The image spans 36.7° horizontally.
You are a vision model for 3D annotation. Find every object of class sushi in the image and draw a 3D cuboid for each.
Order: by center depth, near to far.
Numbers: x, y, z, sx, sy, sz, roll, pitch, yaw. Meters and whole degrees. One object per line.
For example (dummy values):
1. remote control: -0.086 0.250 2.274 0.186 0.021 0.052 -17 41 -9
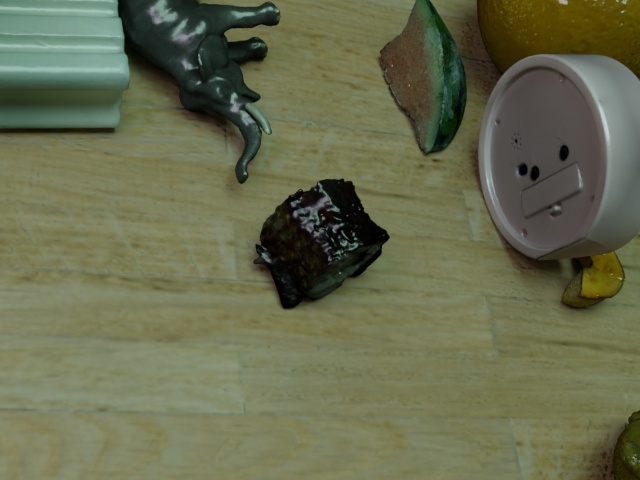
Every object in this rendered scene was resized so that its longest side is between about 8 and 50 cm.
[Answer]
1. sushi: 0.001 -0.001 0.869 0.094 0.098 0.084 -18 70 -49

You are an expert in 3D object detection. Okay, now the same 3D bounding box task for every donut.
1. donut: 0.270 0.031 0.975 0.067 0.038 0.083 -3 56 -20

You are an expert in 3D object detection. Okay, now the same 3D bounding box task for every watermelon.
1. watermelon: 0.124 -0.165 1.040 0.101 0.080 0.155 27 41 -48

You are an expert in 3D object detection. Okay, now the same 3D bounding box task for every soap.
1. soap: -0.315 -0.181 0.853 0.265 0.087 0.160 -3 61 -23

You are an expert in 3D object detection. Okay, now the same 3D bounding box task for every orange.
1. orange: 0.278 -0.256 1.050 0.236 0.236 0.236 10 57 -15

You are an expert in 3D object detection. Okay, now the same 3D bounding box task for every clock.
1. clock: 0.235 -0.081 0.932 0.068 0.197 0.197 -6 62 -25

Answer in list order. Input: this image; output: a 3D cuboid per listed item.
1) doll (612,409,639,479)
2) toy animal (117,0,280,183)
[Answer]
1. doll: 0.327 0.246 0.836 0.209 0.097 0.137 51 18 6
2. toy animal: -0.104 -0.187 0.944 0.137 0.082 0.269 -31 78 -30
